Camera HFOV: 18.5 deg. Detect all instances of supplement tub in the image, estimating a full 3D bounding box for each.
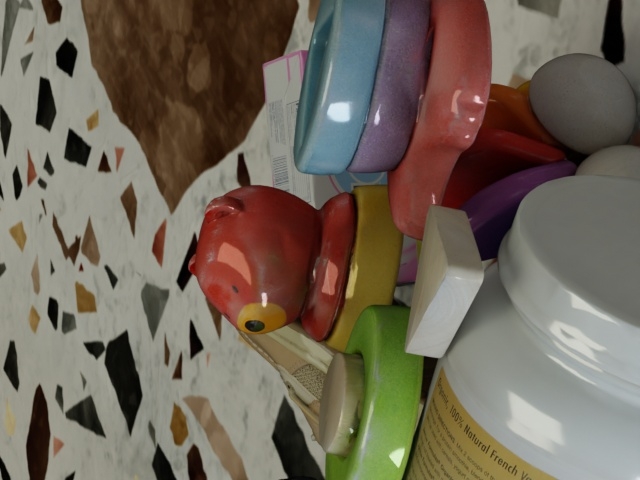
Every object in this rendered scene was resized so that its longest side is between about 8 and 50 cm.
[{"bbox_3d":[0.163,0.143,1.155,0.228,0.228,0.316,50,133,46],"label":"supplement tub"}]

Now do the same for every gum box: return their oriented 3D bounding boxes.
[{"bbox_3d":[0.022,-0.058,1.492,0.062,0.107,0.188,-11,83,59],"label":"gum box"}]

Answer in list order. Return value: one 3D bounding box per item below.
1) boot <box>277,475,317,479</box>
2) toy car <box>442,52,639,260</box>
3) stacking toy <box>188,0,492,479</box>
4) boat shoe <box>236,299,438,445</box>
[{"bbox_3d":[0.011,0.267,1.547,0.207,0.094,0.246,60,146,31],"label":"boot"},{"bbox_3d":[0.136,-0.026,1.276,0.159,0.136,0.182,-55,47,45],"label":"toy car"},{"bbox_3d":[0.000,0.000,1.196,0.279,0.130,0.309,-88,12,-46],"label":"stacking toy"},{"bbox_3d":[0.026,0.115,1.487,0.341,0.122,0.110,34,120,52],"label":"boat shoe"}]
